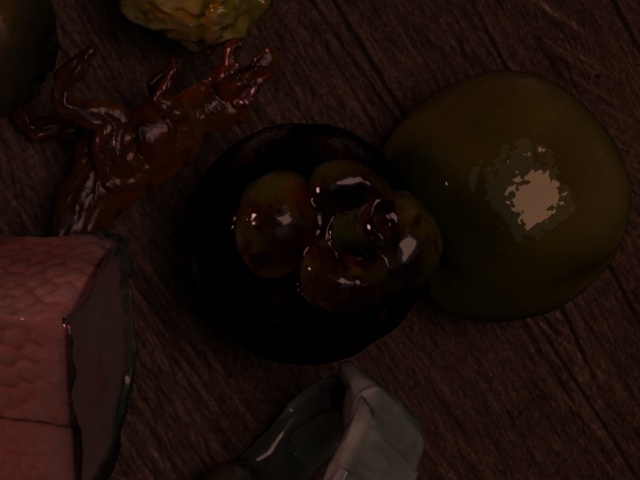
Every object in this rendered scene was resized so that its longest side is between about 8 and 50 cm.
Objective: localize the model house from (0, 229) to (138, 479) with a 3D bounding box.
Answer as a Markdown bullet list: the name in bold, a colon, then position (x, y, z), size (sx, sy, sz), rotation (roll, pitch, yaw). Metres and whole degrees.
- **model house**: position (-0.316, 0.115, 1.484), size (0.237, 0.202, 0.237), rotation (5, 121, 6)

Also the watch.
- **watch**: position (0.002, 0.257, 1.614), size (0.241, 0.253, 0.162), rotation (-40, 114, 11)

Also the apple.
- **apple**: position (0.222, -0.049, 1.797), size (0.258, 0.233, 0.295), rotation (-34, 100, -32)

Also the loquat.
- **loquat**: position (-0.357, -0.225, 1.511), size (0.179, 0.179, 0.227), rotation (-27, 83, -31)

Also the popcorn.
- **popcorn**: position (-0.139, -0.299, 1.654), size (0.187, 0.185, 0.167), rotation (16, 109, -42)

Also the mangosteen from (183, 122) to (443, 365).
- **mangosteen**: position (0.000, -0.002, 1.630), size (0.287, 0.287, 0.233), rotation (39, 44, -20)

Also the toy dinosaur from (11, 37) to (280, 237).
- **toy dinosaur**: position (-0.237, -0.087, 1.606), size (0.432, 0.097, 0.208), rotation (-46, 105, -6)
